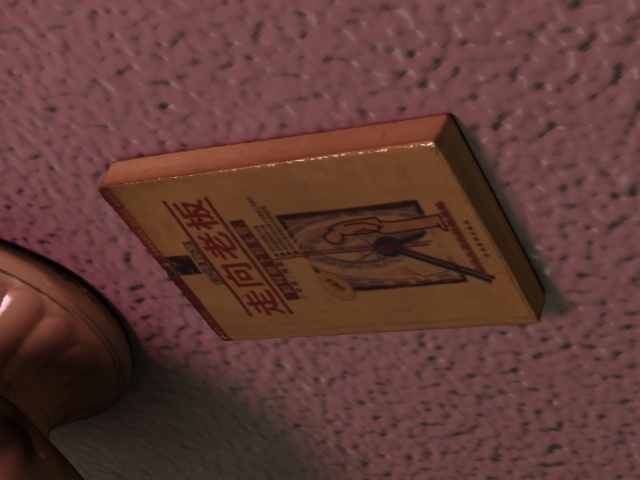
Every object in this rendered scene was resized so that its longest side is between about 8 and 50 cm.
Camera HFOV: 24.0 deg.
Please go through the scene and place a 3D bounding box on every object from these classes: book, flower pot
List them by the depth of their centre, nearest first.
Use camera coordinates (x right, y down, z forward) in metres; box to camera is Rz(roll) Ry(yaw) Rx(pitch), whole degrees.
[{"bbox_3d":[0.000,0.000,0.900,0.231,0.026,0.161,-6,136,31],"label":"book"},{"bbox_3d":[-0.272,0.146,1.032,0.307,0.244,0.307,14,142,11],"label":"flower pot"}]
